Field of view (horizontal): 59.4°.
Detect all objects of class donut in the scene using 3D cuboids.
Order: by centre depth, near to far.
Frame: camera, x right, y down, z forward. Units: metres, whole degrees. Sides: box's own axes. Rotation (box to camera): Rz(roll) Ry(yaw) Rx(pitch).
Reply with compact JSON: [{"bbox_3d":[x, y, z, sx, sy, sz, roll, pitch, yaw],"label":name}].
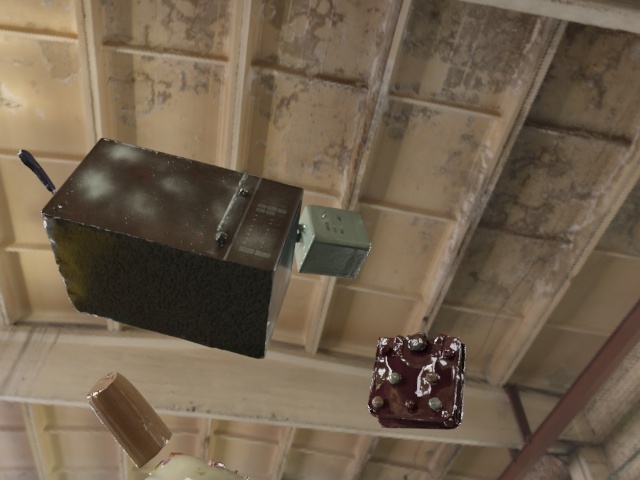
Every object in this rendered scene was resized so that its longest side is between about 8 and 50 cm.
[{"bbox_3d":[-0.268,0.673,1.447,0.382,0.142,0.383,19,-33,13],"label":"donut"}]

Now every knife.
[{"bbox_3d":[-0.643,-0.155,1.279,0.018,0.031,0.121,-36,-83,12],"label":"knife"}]

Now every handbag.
[{"bbox_3d":[0.217,0.310,1.263,0.203,0.216,0.074,-5,-36,26],"label":"handbag"}]

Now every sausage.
[{"bbox_3d":[-0.517,0.471,1.504,0.123,0.123,0.253,-40,-90,29],"label":"sausage"}]

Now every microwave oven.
[{"bbox_3d":[-0.283,0.027,1.164,0.431,0.236,0.374,14,-42,3],"label":"microwave oven"}]

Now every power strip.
[{"bbox_3d":[0.000,0.000,1.470,0.224,0.140,0.139,7,-46,-20],"label":"power strip"}]
